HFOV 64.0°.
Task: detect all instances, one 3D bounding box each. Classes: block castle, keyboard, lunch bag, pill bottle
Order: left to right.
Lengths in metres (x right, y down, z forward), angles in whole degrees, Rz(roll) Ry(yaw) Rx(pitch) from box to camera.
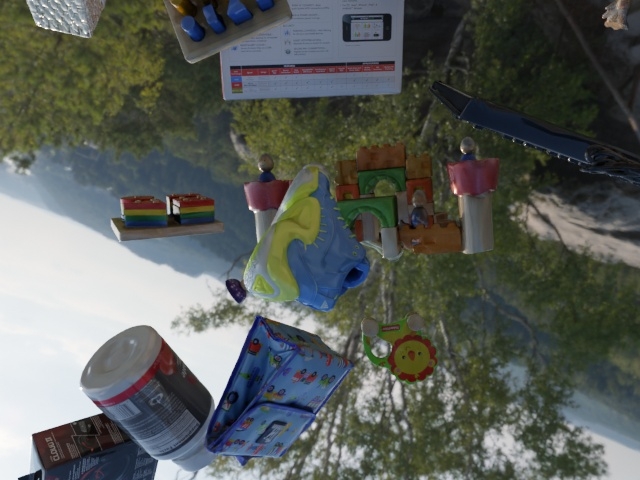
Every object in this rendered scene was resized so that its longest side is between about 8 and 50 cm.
[{"bbox_3d":[-0.334,0.345,1.082,0.176,0.176,0.319,14,141,50],"label":"pill bottle"},{"bbox_3d":[-0.101,0.330,1.064,0.138,0.293,0.221,31,180,38],"label":"lunch bag"},{"bbox_3d":[0.110,-0.089,1.012,0.453,0.213,0.303,-4,-174,16],"label":"block castle"},{"bbox_3d":[0.274,-0.086,0.515,0.317,0.033,0.201,14,-157,-15],"label":"keyboard"}]

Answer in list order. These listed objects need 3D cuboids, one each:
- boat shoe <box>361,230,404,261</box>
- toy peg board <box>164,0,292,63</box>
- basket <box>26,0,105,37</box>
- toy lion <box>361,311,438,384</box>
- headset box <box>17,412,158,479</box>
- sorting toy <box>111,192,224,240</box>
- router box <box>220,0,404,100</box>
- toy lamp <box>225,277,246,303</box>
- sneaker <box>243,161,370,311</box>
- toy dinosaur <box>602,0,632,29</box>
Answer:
[{"bbox_3d":[0.144,-0.007,1.307,0.153,0.056,0.048,37,137,16],"label":"boat shoe"},{"bbox_3d":[-0.145,-0.351,0.681,0.161,0.161,0.079,-21,177,9],"label":"toy peg board"},{"bbox_3d":[-0.454,-0.455,0.904,0.113,0.103,0.167,9,163,-13],"label":"basket"},{"bbox_3d":[0.110,0.150,0.704,0.100,0.096,0.034,-7,178,1],"label":"toy lion"},{"bbox_3d":[-0.526,0.515,1.170,0.293,0.218,0.110,-7,-146,-42],"label":"headset box"},{"bbox_3d":[-0.416,-0.073,1.368,0.255,0.089,0.257,-6,-167,-26],"label":"sorting toy"},{"bbox_3d":[-0.018,-0.415,0.922,0.335,0.301,0.082,-4,-159,-8],"label":"router box"},{"bbox_3d":[-0.104,0.056,1.267,0.080,0.274,0.080,56,-177,-4],"label":"toy lamp"},{"bbox_3d":[0.000,0.000,0.616,0.126,0.240,0.091,27,132,-3],"label":"sneaker"},{"bbox_3d":[0.329,-0.342,0.474,0.295,0.200,0.127,25,-178,-33],"label":"toy dinosaur"}]
